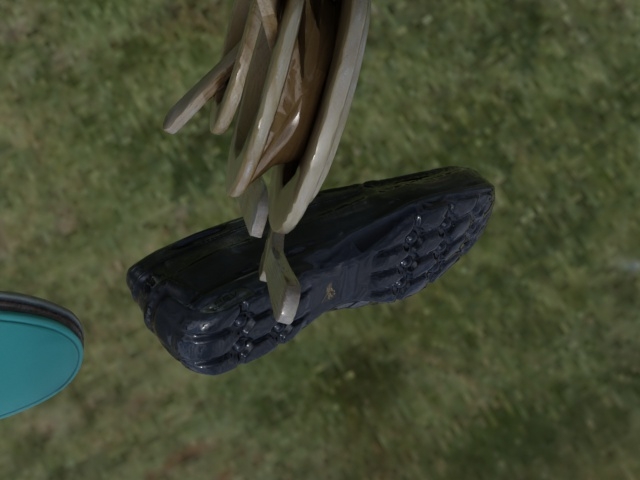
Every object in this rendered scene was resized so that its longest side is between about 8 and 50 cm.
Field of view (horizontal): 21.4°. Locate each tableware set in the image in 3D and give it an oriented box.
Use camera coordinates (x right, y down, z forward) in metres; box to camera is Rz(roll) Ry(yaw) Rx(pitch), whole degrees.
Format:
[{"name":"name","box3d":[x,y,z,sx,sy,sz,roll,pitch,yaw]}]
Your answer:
[{"name":"tableware set","box3d":[-0.020,-0.059,0.534,0.039,0.194,0.128,14,101,-10]}]

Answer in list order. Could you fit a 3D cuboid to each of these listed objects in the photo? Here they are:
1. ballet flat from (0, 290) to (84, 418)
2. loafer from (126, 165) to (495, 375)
[{"name":"ballet flat","box3d":[-0.200,0.047,0.688,0.213,0.068,0.072,-13,131,-34]},{"name":"loafer","box3d":[0.000,0.000,0.919,0.223,0.078,0.076,-22,140,-32]}]
